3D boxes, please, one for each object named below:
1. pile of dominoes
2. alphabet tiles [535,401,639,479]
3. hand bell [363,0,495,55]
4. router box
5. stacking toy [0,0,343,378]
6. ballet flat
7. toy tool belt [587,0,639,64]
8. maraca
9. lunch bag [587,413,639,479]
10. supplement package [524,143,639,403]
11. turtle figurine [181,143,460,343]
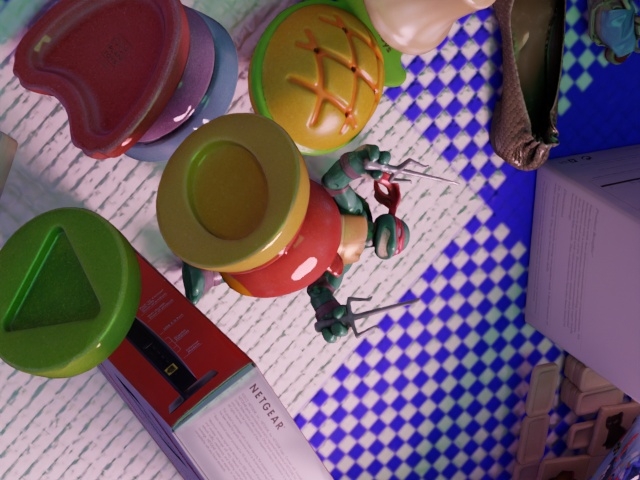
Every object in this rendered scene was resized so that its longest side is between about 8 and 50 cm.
[{"bbox_3d":[0.277,0.195,2.031,0.196,0.040,0.251,-10,124,-27],"label":"pile of dominoes"},{"bbox_3d":[0.327,0.316,2.096,0.285,0.011,0.342,-3,118,-29],"label":"alphabet tiles"},{"bbox_3d":[0.162,-0.228,1.615,0.126,0.242,0.126,5,83,-47],"label":"hand bell"},{"bbox_3d":[-0.076,0.173,1.639,0.082,0.301,0.335,-39,126,-9],"label":"router box"},{"bbox_3d":[-0.142,-0.033,1.537,0.279,0.309,0.130,-40,146,10],"label":"stacking toy"},{"bbox_3d":[0.194,-0.179,1.787,0.084,0.058,0.250,-11,116,-27],"label":"ballet flat"},{"bbox_3d":[0.279,-0.195,1.834,0.052,0.051,0.083,-30,123,-16],"label":"toy tool belt"},{"bbox_3d":[0.009,-0.149,1.674,0.186,0.099,0.127,-41,115,-36],"label":"maraca"},{"bbox_3d":[0.283,0.301,1.906,0.138,0.221,0.293,26,101,8],"label":"lunch bag"},{"bbox_3d":[0.346,0.042,1.829,0.175,0.293,0.177,-10,116,-26],"label":"supplement package"},{"bbox_3d":[0.000,0.000,1.721,0.234,0.118,0.175,-1,97,-14],"label":"turtle figurine"}]
